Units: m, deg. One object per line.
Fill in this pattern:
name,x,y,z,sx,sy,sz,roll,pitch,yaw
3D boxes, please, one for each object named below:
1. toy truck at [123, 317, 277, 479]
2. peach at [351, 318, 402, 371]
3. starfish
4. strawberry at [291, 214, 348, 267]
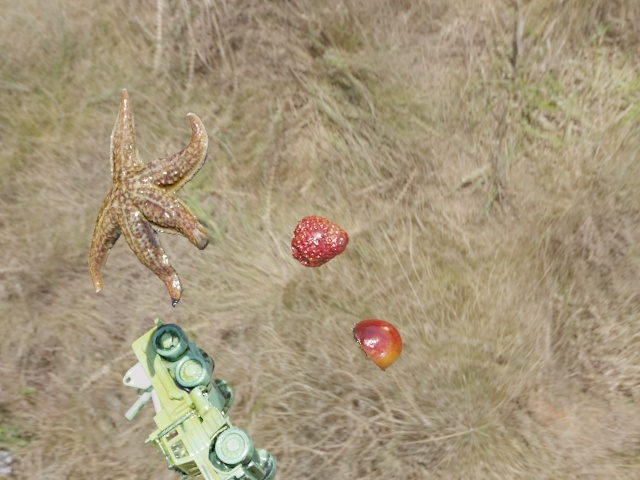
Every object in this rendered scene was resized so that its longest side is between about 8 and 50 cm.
toy truck,-0.172,0.241,1.350,0.135,0.128,0.259,-38,59,-5
peach,0.098,0.162,1.670,0.061,0.098,0.098,-36,76,13
starfish,-0.187,-0.045,1.045,0.213,0.057,0.238,-35,71,28
strawberry,0.000,0.000,1.406,0.083,0.073,0.073,-9,74,50
